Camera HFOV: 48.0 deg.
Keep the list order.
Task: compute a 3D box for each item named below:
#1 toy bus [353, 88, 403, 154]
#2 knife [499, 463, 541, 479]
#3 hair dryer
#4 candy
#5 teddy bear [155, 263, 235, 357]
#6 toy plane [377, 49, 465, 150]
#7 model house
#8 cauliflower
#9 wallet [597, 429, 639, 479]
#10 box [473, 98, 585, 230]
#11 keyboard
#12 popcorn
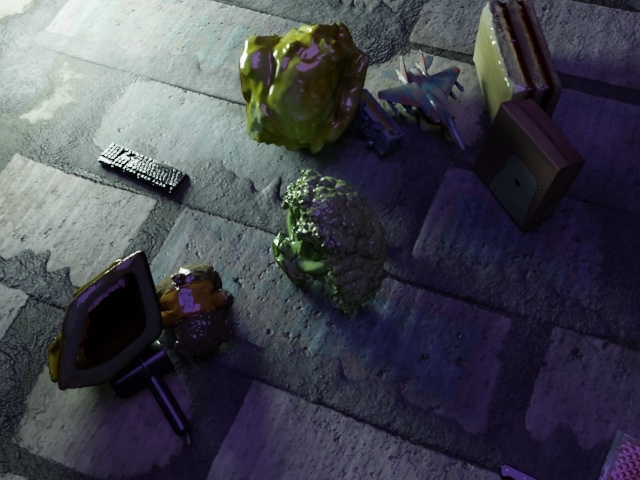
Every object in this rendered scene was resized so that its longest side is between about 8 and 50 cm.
[{"bbox_3d":[0.127,-0.293,1.760,0.075,0.064,0.190,-15,57,-34],"label":"toy bus"},{"bbox_3d":[0.430,0.484,1.289,0.245,0.019,0.072,23,67,21],"label":"knife"},{"bbox_3d":[-0.320,0.314,1.419,0.124,0.071,0.219,-34,71,-15],"label":"hair dryer"},{"bbox_3d":[0.471,-0.414,1.753,0.135,0.179,0.321,-3,59,-1],"label":"candy"},{"bbox_3d":[-0.260,0.146,1.477,0.177,0.140,0.190,-23,69,-14],"label":"teddy bear"},{"bbox_3d":[0.273,-0.329,1.756,0.223,0.104,0.326,-20,64,-8],"label":"toy plane"},{"bbox_3d":[-0.445,0.161,1.427,0.268,0.239,0.173,-39,108,-25],"label":"model house"},{"bbox_3d":[0.000,0.000,1.510,0.250,0.272,0.275,-28,40,21],"label":"cauliflower"},{"bbox_3d":[0.557,0.454,1.309,0.103,0.020,0.196,23,64,20],"label":"wallet"},{"bbox_3d":[0.455,-0.170,1.586,0.086,0.215,0.215,-19,59,-22],"label":"box"},{"bbox_3d":[-0.431,-0.177,1.741,0.231,0.023,0.072,24,60,16],"label":"keyboard"},{"bbox_3d":[-0.038,-0.369,1.698,0.312,0.312,0.312,-1,59,2],"label":"popcorn"}]
